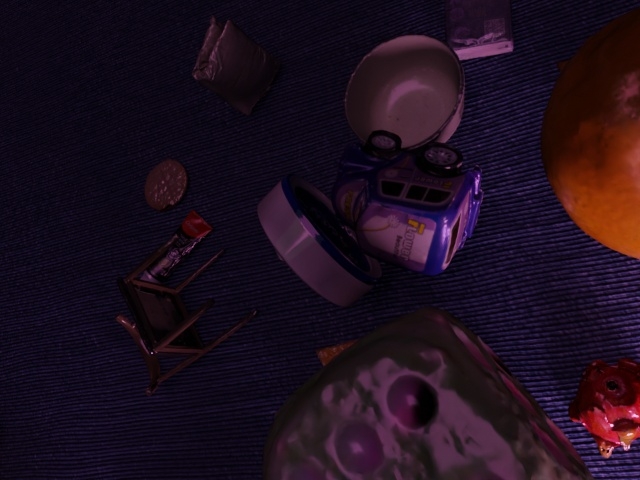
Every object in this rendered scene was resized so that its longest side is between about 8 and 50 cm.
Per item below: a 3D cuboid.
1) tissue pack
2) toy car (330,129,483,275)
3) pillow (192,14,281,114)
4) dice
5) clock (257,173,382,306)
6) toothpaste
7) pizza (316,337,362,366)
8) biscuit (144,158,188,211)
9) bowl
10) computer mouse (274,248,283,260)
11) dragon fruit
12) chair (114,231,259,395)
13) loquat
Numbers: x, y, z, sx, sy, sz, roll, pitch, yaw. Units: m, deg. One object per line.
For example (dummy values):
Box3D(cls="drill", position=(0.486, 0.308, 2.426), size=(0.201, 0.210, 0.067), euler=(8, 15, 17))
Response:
Box3D(cls="tissue pack", position=(0.276, -0.398, 1.047), size=(0.112, 0.051, 0.156), euler=(-4, 75, 23))
Box3D(cls="toy car", position=(0.119, -0.051, 0.926), size=(0.235, 0.172, 0.158), euler=(17, 42, 17))
Box3D(cls="pillow", position=(-0.167, -0.340, 1.176), size=(0.078, 0.181, 0.134), euler=(25, 89, 32))
Box3D(cls="dice", position=(0.136, 0.298, 0.782), size=(0.322, 0.330, 0.318), euler=(-44, 61, 12))
Box3D(cls="clock", position=(0.000, 0.000, 0.981), size=(0.083, 0.230, 0.230), euler=(-43, 63, 16))
Box3D(cls="toothpaste", position=(-0.304, 0.026, 1.235), size=(0.071, 0.045, 0.193), euler=(42, 91, 28))
Box3D(cls="pizza", position=(0.041, 0.205, 1.025), size=(0.108, 0.026, 0.123), euler=(22, 90, 32))
Box3D(cls="biscuit", position=(-0.335, -0.120, 1.299), size=(0.120, 0.015, 0.120), euler=(-7, 74, 25))
Box3D(cls="bowl", position=(0.156, -0.234, 1.029), size=(0.211, 0.112, 0.211), euler=(-7, 75, 26))
Box3D(cls="computer mouse", position=(-0.070, -0.010, 1.129), size=(0.056, 0.032, 0.110), euler=(-27, 67, 19))
Box3D(cls="dragon fruit", position=(0.400, 0.221, 0.820), size=(0.126, 0.068, 0.112), euler=(-46, 62, 8))
Box3D(cls="chair", position=(-0.288, 0.143, 1.122), size=(0.272, 0.166, 0.188), euler=(-40, 63, 12))
Box3D(cls="loquat", position=(0.442, -0.131, 0.746), size=(0.328, 0.328, 0.328), euler=(-7, 74, 25))
